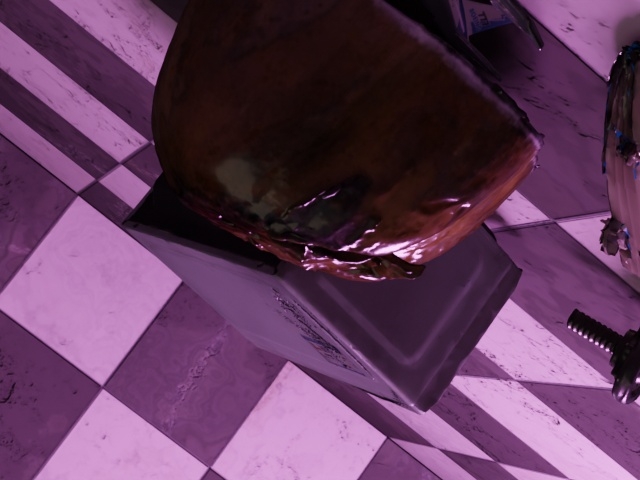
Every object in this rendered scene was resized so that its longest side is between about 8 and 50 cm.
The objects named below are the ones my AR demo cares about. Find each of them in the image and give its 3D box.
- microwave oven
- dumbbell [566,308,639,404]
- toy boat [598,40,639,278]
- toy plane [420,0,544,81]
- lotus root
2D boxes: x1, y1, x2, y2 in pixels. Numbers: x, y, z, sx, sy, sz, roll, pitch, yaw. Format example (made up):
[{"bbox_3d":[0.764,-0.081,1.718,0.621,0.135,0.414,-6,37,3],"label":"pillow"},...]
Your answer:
[{"bbox_3d":[0.000,0.000,1.254,0.237,0.181,0.295,46,164,-30],"label":"microwave oven"},{"bbox_3d":[0.312,0.127,1.116,0.254,0.081,0.081,32,166,23],"label":"dumbbell"},{"bbox_3d":[0.206,-0.044,0.846,0.084,0.066,0.210,23,152,34],"label":"toy boat"},{"bbox_3d":[0.048,-0.181,0.770,0.226,0.058,0.226,48,179,-42],"label":"toy plane"},{"bbox_3d":[0.009,-0.069,0.904,0.272,0.192,0.272,37,174,5],"label":"lotus root"}]
